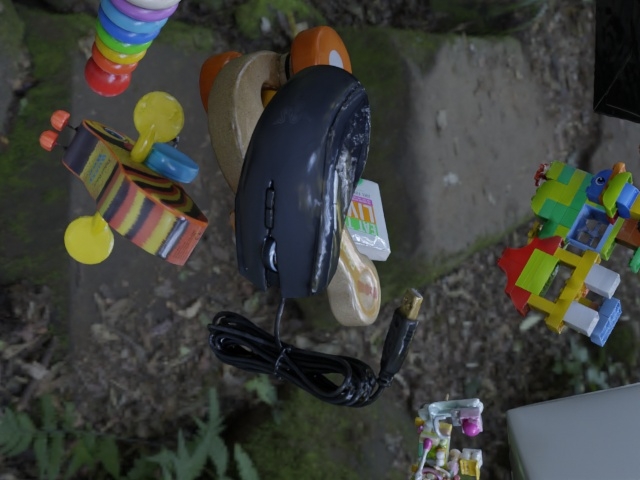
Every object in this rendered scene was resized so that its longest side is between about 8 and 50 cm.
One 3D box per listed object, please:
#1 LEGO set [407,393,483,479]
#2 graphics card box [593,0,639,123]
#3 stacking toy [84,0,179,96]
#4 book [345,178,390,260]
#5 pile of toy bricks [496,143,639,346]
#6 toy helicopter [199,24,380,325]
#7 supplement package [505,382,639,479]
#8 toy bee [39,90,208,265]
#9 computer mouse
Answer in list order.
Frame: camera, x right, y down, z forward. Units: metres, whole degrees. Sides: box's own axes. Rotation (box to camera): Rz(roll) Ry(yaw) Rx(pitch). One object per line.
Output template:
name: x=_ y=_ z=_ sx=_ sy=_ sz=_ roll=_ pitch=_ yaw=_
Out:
LEGO set: x=0.170 y=0.333 z=1.096 sx=0.287 sy=0.132 sz=0.107 roll=68 pitch=27 yaw=-21
graphics card box: x=0.351 y=-0.201 z=0.537 sx=0.094 sy=0.370 sz=0.233 roll=-131 pitch=-143 yaw=-68
stacking toy: x=-0.357 y=-0.379 z=1.623 sx=0.141 sy=0.330 sz=0.141 roll=14 pitch=55 yaw=-20
book: x=0.042 y=-0.036 z=1.237 sx=0.096 sy=0.035 sz=0.144 roll=12 pitch=41 yaw=-18
pile of toy bricks: x=0.208 y=-0.026 z=0.682 sx=0.212 sy=0.105 sz=0.118 roll=-58 pitch=151 yaw=-8
toy helicopter: x=-0.016 y=-0.026 z=0.921 sx=0.355 sy=0.140 sz=0.235 roll=61 pitch=32 yaw=-36
supplement package: x=0.183 y=0.188 z=0.519 sx=0.179 sy=0.105 sz=0.105 roll=-99 pitch=176 yaw=-52
toy bee: x=-0.229 y=-0.069 z=0.969 sx=0.162 sy=0.298 sz=0.195 roll=26 pitch=82 yaw=-26
computer mouse: x=0.000 y=0.000 z=0.679 sx=0.060 sy=0.184 sz=0.262 roll=3 pitch=106 yaw=-59
